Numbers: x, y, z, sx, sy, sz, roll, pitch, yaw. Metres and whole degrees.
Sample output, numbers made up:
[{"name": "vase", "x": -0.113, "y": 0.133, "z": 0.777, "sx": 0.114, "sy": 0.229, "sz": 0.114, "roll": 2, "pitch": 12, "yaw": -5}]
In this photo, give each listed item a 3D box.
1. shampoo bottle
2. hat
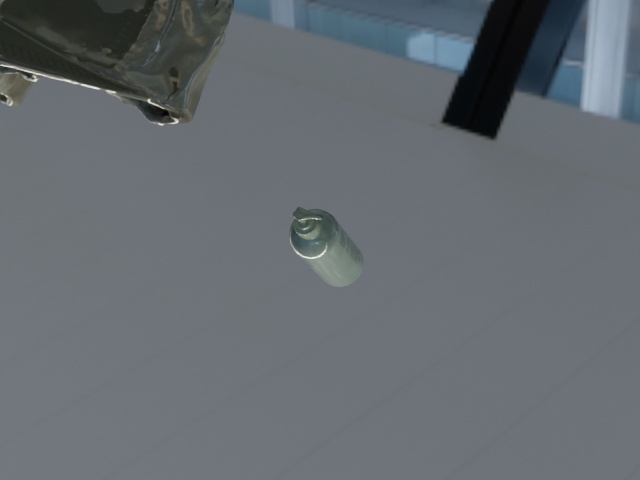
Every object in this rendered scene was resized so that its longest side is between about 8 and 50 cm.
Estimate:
[{"name": "shampoo bottle", "x": 0.000, "y": 0.000, "z": 1.057, "sx": 0.056, "sy": 0.195, "sz": 0.056, "roll": -4, "pitch": -108, "yaw": 14}, {"name": "hat", "x": -0.178, "y": -0.147, "z": 0.575, "sx": 0.214, "sy": 0.149, "sz": 0.245, "roll": 12, "pitch": 167, "yaw": 42}]
